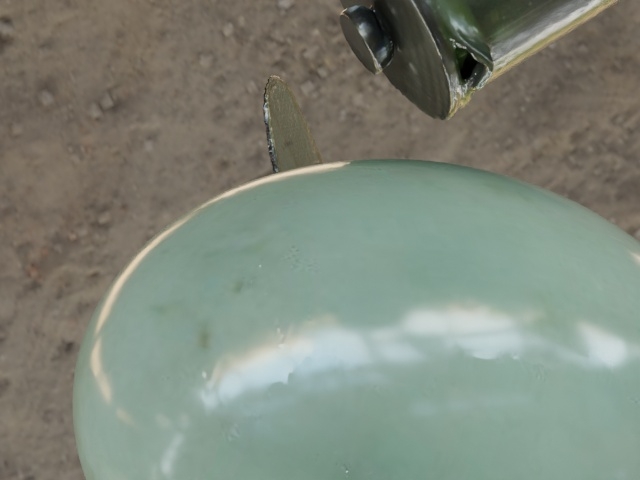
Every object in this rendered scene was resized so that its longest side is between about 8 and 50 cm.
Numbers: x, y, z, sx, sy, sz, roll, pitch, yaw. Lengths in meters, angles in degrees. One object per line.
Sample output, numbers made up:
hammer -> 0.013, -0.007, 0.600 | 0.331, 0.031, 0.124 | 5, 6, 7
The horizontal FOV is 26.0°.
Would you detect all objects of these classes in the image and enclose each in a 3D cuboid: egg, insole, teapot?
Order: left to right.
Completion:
insole -> 0.000, 0.000, 1.411 | 0.009, 0.119, 0.348 | -10, 101, 23
egg -> 0.058, 0.096, 0.744 | 0.389, 0.276, 0.276 | 13, 123, -29
teapot -> 0.153, -0.266, 1.181 | 0.337, 0.270, 0.200 | -33, 142, -11
